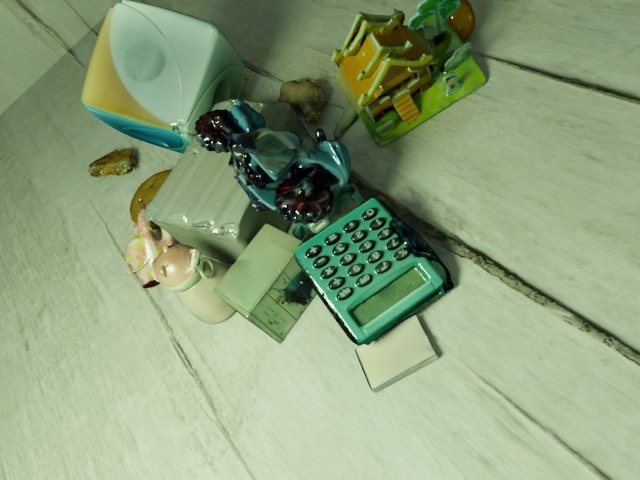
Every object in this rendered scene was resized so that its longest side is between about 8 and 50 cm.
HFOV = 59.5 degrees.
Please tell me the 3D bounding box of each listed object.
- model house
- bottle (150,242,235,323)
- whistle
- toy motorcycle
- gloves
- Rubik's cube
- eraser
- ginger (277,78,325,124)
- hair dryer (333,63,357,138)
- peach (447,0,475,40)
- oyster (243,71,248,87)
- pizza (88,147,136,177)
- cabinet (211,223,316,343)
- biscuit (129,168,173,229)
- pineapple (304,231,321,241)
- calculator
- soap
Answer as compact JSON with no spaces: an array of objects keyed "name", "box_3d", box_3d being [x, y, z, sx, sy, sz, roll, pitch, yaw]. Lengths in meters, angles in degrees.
[{"name":"model house","box_3d":[0.217,-0.440,1.355,0.357,0.313,0.243,-29,79,9]},{"name":"bottle","box_3d":[-0.310,0.094,1.374,0.147,0.236,0.148,-17,51,22]},{"name":"whistle","box_3d":[0.010,-0.087,1.346,0.186,0.093,0.274,-33,17,18]},{"name":"toy motorcycle","box_3d":[-0.095,-0.195,1.282,0.232,0.172,0.416,-36,60,-28]},{"name":"gloves","box_3d":[-0.495,0.006,1.609,0.145,0.126,0.241,-34,74,42]},{"name":"Rubik's cube","box_3d":[-0.460,-0.472,1.699,0.351,0.351,0.348,17,86,11]},{"name":"eraser","box_3d":[0.152,0.228,1.137,0.150,0.023,0.104,-31,47,8]},{"name":"ginger","box_3d":[-0.045,-0.434,1.710,0.137,0.074,0.213,-53,43,1]},{"name":"hair dryer","box_3d":[0.179,-0.432,1.573,0.295,0.119,0.299,-3,72,26]},{"name":"peach","box_3d":[0.355,-0.611,1.553,0.138,0.138,0.138,-16,51,21]},{"name":"oyster","box_3d":[-0.401,-0.474,1.938,0.341,0.110,0.166,-46,56,-9]},{"name":"pizza","box_3d":[-0.733,-0.277,2.031,0.226,0.069,0.147,-1,36,27]},{"name":"cabinet","box_3d":[-0.110,0.099,1.311,0.150,0.145,0.206,26,74,42]},{"name":"biscuit","box_3d":[-0.503,-0.132,1.777,0.220,0.066,0.221,-16,52,21]},{"name":"pineapple","box_3d":[0.000,0.000,1.403,0.083,0.019,0.045,27,80,41]},{"name":"calculator","box_3d":[0.104,0.053,1.182,0.248,0.058,0.274,-33,70,-10]},{"name":"soap","box_3d":[-0.215,-0.164,1.520,0.350,0.213,0.436,8,62,35]}]
